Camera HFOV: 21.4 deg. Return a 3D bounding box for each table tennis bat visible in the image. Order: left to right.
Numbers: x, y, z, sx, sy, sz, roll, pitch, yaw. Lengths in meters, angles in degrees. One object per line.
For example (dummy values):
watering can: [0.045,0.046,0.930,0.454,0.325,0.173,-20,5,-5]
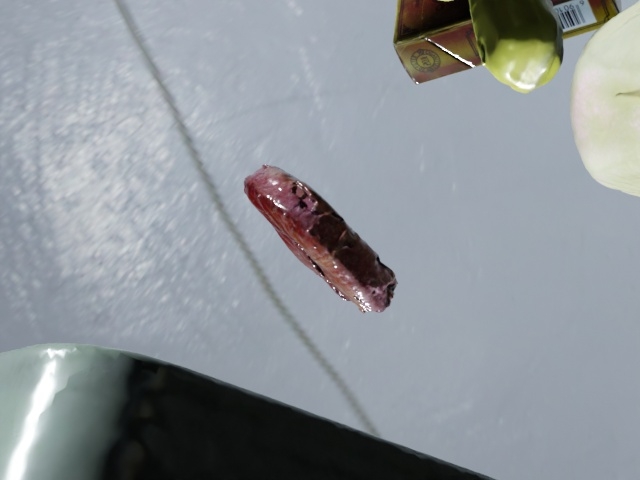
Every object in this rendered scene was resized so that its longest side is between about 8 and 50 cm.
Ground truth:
table tennis bat: [0.118,-0.251,1.266,0.054,0.368,0.224,7,138,-19]

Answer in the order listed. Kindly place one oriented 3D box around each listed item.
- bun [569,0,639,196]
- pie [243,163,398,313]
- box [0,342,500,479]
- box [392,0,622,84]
bun: [0.423,-0.138,1.649,0.361,0.361,0.213,6,87,3]
pie: [0.000,0.000,1.824,0.054,0.219,0.204,-45,115,-5]
box: [-0.076,0.171,0.950,0.396,0.396,0.111,24,67,-32]
box: [0.202,-0.271,1.827,0.240,0.159,0.071,-15,134,23]
